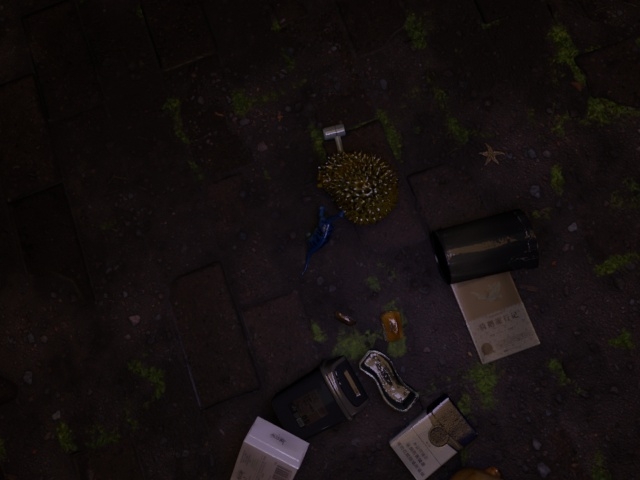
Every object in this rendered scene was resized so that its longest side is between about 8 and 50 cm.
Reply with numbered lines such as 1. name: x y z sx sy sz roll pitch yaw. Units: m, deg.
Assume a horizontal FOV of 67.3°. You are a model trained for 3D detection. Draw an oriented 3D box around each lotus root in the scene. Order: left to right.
1. lotus root: 0.087 0.282 1.719 0.083 0.037 0.030 26 88 7

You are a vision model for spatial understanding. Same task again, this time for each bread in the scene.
1. bread: 0.252 0.300 1.696 0.072 0.053 0.106 -10 86 6

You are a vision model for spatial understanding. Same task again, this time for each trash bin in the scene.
1. trash bin: 0.000 0.534 1.621 0.290 0.182 0.210 -31 85 5
2. trash bin: 0.550 0.026 1.635 0.301 0.203 0.252 -14 41 3

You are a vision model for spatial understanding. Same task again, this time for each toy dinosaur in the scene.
1. toy dinosaur: 0.004 -0.027 1.727 0.076 0.144 0.329 21 127 -19

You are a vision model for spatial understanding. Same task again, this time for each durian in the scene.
1. durian: 0.140 -0.199 1.694 0.258 0.258 0.293 -46 70 -3

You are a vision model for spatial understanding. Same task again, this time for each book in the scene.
1. book: 0.608 0.252 1.691 0.216 0.021 0.311 -20 81 2

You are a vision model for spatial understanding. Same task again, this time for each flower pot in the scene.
1. flower pot: 0.228 0.473 1.645 0.103 0.108 0.229 -40 80 -2

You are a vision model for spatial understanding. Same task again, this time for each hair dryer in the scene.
1. hair dryer: 0.062 -0.366 1.818 0.081 0.047 0.137 -14 88 3

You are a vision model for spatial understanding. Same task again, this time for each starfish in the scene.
1. starfish: 0.632 -0.321 1.777 0.092 0.016 0.086 -4 83 9

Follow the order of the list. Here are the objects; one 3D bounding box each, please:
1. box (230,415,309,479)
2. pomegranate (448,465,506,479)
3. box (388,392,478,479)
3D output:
1. box: -0.170 0.726 1.571 0.194 0.111 0.261 25 127 7
2. pomegranate: 0.510 0.838 1.495 0.264 0.264 0.265 -1 82 4
3. box: 0.378 0.663 1.622 0.259 0.071 0.168 -39 80 -1
